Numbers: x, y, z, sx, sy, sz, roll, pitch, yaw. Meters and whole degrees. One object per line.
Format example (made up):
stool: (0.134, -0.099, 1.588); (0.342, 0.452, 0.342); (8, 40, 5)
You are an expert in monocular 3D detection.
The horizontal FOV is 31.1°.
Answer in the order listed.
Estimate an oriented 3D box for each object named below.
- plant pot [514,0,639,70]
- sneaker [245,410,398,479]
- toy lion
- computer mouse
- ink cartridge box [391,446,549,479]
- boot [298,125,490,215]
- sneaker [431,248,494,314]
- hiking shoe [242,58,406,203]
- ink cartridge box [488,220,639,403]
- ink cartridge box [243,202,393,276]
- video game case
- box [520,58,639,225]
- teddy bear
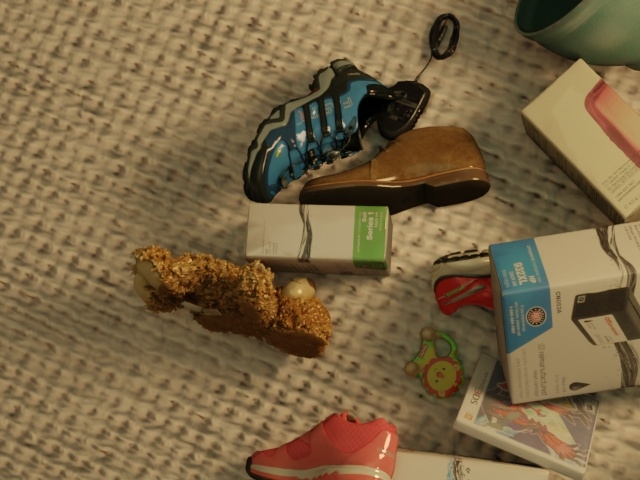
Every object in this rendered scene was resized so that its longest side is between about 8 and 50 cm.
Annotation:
plant pot: (0.471, -0.385, 1.779); (0.196, 0.293, 0.293); (33, 87, -16)
sneaker: (0.012, 0.327, 1.746); (0.116, 0.314, 0.136); (35, 63, -31)
toy lion: (0.189, 0.199, 1.838); (0.096, 0.034, 0.100); (25, 85, 2)
computer mouse: (0.167, -0.268, 1.904); (0.071, 0.041, 0.242); (26, 80, 27)
ink cartridge box: (0.214, 0.410, 1.732); (0.233, 0.171, 0.168); (6, 83, 8)
boot: (0.113, -0.109, 1.862); (0.305, 0.112, 0.115); (-8, 67, -2)
sneaker: (0.316, 0.069, 1.820); (0.279, 0.107, 0.118); (-4, 100, 9)
hiking shoe: (-0.001, -0.167, 1.814); (0.132, 0.113, 0.304); (27, 64, 28)
ink cartridge box: (0.418, 0.104, 1.713); (0.307, 0.129, 0.223); (-9, 123, 3)
ink cartridge box: (0.000, 0.000, 1.819); (0.219, 0.160, 0.092); (3, 80, 7)
video game case: (0.317, 0.263, 1.749); (0.201, 0.183, 0.023); (22, 124, 9)
box: (0.437, -0.144, 1.781); (0.127, 0.148, 0.232); (-42, 75, 5)
teddy bear: (-0.138, 0.078, 1.791); (0.338, 0.245, 0.113); (11, 63, 9)
